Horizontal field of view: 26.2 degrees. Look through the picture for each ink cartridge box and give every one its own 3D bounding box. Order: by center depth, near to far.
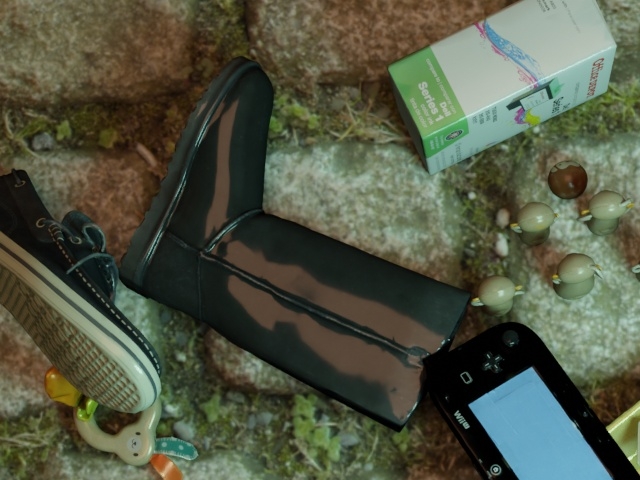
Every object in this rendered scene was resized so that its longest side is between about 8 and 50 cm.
[{"bbox_3d":[0.242,-0.216,1.831,0.278,0.201,0.117,-26,77,2],"label":"ink cartridge box"}]

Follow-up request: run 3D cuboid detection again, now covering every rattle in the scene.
[{"bbox_3d":[-0.264,0.244,1.848,0.130,0.143,0.200,-33,70,-14],"label":"rattle"}]

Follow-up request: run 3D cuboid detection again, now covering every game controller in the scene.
[{"bbox_3d":[0.271,0.255,1.709,0.166,0.067,0.319,-25,67,-23],"label":"game controller"}]

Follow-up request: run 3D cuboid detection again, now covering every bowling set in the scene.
[{"bbox_3d":[0.321,-0.017,1.803,0.287,0.154,0.200,-14,77,5],"label":"bowling set"}]

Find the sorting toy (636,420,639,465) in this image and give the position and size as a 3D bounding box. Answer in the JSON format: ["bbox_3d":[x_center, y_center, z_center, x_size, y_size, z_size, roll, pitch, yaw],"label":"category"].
[{"bbox_3d":[0.426,0.269,1.719,0.062,0.012,0.083,4,76,5],"label":"sorting toy"}]

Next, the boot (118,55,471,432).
[{"bbox_3d":[-0.001,0.002,1.847,0.445,0.146,0.367,26,93,17],"label":"boot"}]

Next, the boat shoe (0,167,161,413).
[{"bbox_3d":[-0.340,0.046,1.816,0.156,0.187,0.500,-31,44,-23],"label":"boat shoe"}]

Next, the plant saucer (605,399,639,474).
[{"bbox_3d":[0.544,0.309,1.741,0.333,0.081,0.333,-39,75,-1],"label":"plant saucer"}]
